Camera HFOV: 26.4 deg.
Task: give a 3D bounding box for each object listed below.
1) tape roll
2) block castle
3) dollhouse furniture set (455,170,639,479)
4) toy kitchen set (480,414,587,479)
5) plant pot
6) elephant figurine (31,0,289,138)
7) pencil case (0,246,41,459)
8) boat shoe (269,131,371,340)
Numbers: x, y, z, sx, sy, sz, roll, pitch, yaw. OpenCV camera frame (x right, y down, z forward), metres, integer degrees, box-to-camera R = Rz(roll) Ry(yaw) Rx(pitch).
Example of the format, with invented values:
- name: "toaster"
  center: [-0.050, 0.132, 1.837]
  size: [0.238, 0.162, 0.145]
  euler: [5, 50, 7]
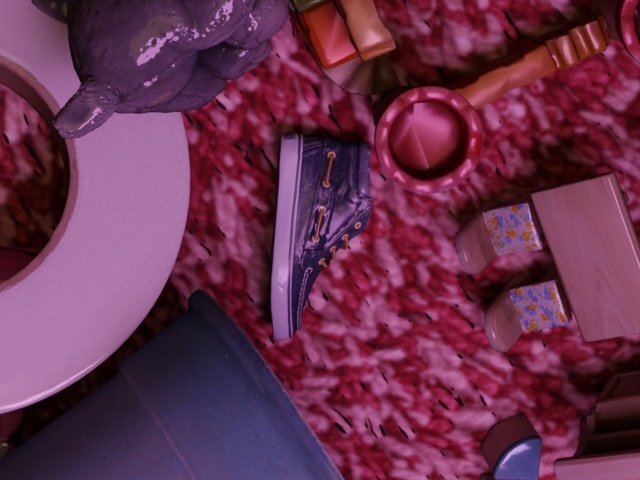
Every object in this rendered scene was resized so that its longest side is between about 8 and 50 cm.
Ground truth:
- name: "tape roll"
  center: [-0.299, -0.050, 1.075]
  size: [0.392, 0.072, 0.392]
  euler: [2, 82, -12]
- name: "block castle"
  center: [0.089, -0.291, 1.049]
  size: [0.303, 0.213, 0.453]
  euler: [-26, 104, 2]
- name: "dollhouse furniture set"
  center: [0.238, 0.070, 1.121]
  size: [0.212, 0.161, 0.242]
  euler: [-14, 105, 33]
- name: "toy kitchen set"
  center: [0.231, 0.276, 1.232]
  size: [0.166, 0.122, 0.207]
  euler: [2, 102, -5]
- name: "plant pot"
  center: [-0.148, 0.268, 1.054]
  size: [0.334, 0.341, 0.341]
  euler: [-32, 103, -11]
- name: "elephant figurine"
  center: [-0.149, -0.220, 1.039]
  size: [0.169, 0.186, 0.239]
  euler: [-39, 78, 23]
- name: "pencil case"
  center: [-0.276, 0.112, 1.167]
  size: [0.095, 0.098, 0.209]
  euler: [4, 101, -5]
- name: "boat shoe"
  center: [0.000, 0.000, 1.181]
  size: [0.083, 0.065, 0.183]
  euler: [4, 101, -4]
